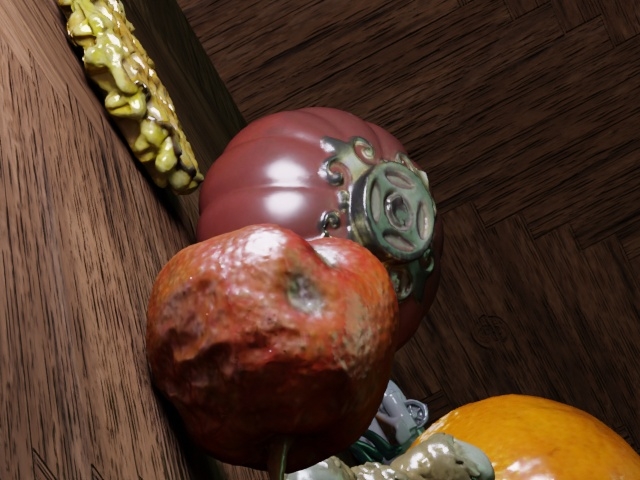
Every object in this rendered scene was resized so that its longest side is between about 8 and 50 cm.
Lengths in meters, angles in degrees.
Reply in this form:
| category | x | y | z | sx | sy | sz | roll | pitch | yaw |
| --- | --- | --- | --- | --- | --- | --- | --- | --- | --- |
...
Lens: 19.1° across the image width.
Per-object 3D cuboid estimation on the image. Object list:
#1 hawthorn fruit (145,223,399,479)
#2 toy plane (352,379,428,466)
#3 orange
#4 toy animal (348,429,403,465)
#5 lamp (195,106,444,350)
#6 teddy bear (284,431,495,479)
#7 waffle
| category | x | y | z | sx | sy | sz | roll | pitch | yaw |
| --- | --- | --- | --- | --- | --- | --- | --- | --- | --- |
| hawthorn fruit | -0.035 | 0.111 | 1.529 | 0.207 | 0.207 | 0.243 | 58 | 22 | -53 |
| toy plane | 0.103 | 0.301 | 2.666 | 0.244 | 0.117 | 0.244 | 59 | -15 | 26 |
| orange | 0.221 | 0.376 | 2.021 | 0.424 | 0.326 | 0.424 | 58 | -14 | 24 |
| toy animal | 0.014 | 0.188 | 2.295 | 0.208 | 0.100 | 0.103 | 50 | 44 | -7 |
| lamp | 0.000 | 0.000 | 2.130 | 0.303 | 0.257 | 0.303 | 17 | 64 | -38 |
| teddy bear | 0.070 | 0.317 | 1.736 | 0.267 | 0.156 | 0.256 | 2 | 52 | -41 |
| waffle | -0.216 | -0.182 | 2.139 | 0.281 | 0.058 | 0.301 | 63 | 2 | -16 |
